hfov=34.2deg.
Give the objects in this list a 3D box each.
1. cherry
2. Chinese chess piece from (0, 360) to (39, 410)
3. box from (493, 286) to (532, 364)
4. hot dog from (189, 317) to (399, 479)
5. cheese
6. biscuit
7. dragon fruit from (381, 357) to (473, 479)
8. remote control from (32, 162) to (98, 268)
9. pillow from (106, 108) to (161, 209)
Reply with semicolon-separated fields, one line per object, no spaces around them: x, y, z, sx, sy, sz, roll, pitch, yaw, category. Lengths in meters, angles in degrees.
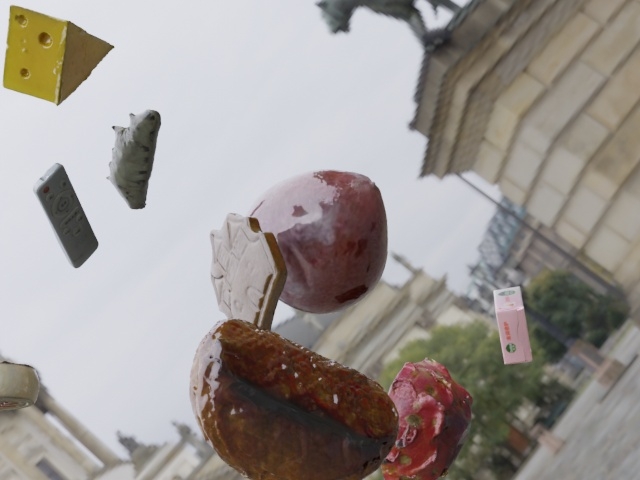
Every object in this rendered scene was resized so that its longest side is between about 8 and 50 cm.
0.000;0.000;1.824;0.307;0.261;0.221;-43;12;38;cherry
-0.442;0.199;1.401;0.122;0.051;0.122;-5;-19;-2;Chinese chess piece
0.296;0.130;1.604;0.125;0.043;0.089;-55;-45;-76;box
-0.032;0.168;1.065;0.099;0.227;0.160;-49;11;43;hot dog
-0.376;-0.286;1.516;0.171;0.093;0.126;-53;-21;-64;cheese
-0.127;0.046;1.621;0.034;0.215;0.182;-1;-58;-34;biscuit
0.191;0.336;1.928;0.161;0.126;0.274;49;-124;-45;dragon fruit
-0.323;-0.030;1.313;0.050;0.027;0.184;-53;-22;-25;remote control
-0.371;-0.162;2.034;0.051;0.093;0.241;-68;-4;-52;pillow
